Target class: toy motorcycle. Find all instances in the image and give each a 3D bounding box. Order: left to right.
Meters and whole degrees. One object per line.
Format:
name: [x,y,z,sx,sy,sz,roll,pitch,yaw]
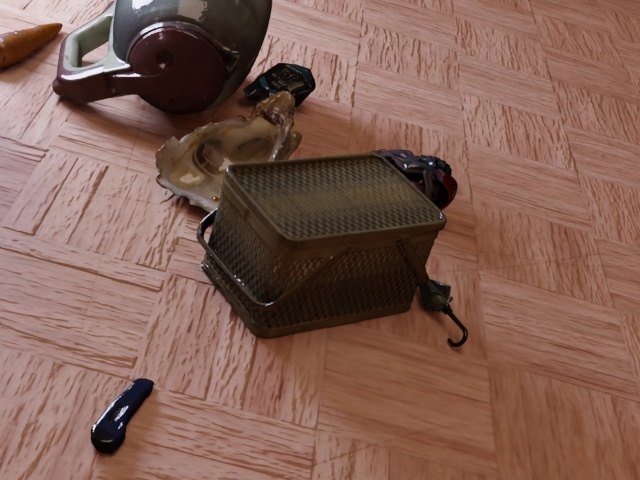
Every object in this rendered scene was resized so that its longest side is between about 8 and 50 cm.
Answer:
toy motorcycle: [0.103,-0.076,1.516,0.213,0.082,0.122,-8,29,-23]

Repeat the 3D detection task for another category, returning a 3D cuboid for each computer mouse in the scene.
computer mouse: [-0.064,-0.236,1.703,0.135,0.047,0.079,-30,61,-37]

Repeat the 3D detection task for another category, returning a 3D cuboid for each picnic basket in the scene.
picnic basket: [0.000,0.000,1.283,0.267,0.139,0.165,-8,40,-36]

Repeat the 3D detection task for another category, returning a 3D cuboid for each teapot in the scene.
teapot: [-0.237,-0.301,1.582,0.315,0.233,0.312,-9,36,10]

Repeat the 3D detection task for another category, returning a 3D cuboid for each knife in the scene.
knife: [-0.189,0.165,1.043,0.031,0.018,0.121,17,30,10]

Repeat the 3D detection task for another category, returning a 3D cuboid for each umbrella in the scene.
umbrella: [0.129,0.041,1.384,0.044,0.044,0.269,33,18,-42]

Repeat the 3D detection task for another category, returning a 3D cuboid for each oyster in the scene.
oyster: [-0.109,-0.109,1.453,0.161,0.107,0.233,32,52,11]

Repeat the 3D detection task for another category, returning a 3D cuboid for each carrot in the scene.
carrot: [-0.440,-0.303,1.617,0.048,0.048,0.216,23,27,7]
